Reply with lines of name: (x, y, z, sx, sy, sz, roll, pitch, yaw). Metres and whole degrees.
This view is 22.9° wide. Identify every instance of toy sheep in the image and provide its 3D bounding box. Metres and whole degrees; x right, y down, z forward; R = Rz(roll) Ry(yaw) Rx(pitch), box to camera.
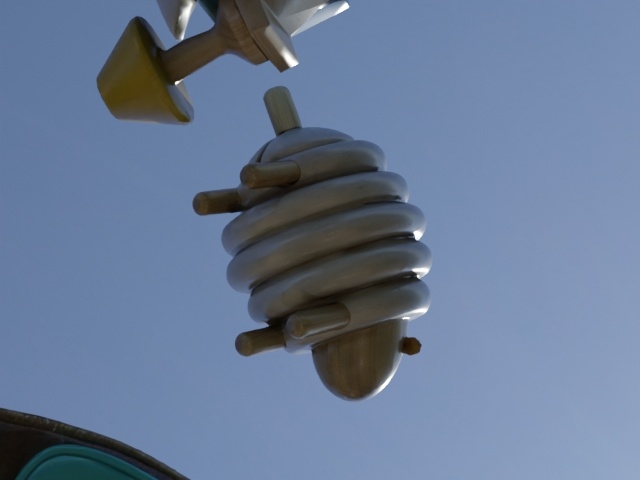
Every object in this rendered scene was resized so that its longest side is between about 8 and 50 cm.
toy sheep: (0.000, 0.000, 0.628, 0.091, 0.091, 0.132, -12, -97, -23)

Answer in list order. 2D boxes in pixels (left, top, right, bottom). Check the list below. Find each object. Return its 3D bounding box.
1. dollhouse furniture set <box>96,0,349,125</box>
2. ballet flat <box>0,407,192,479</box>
dollhouse furniture set: (-0.156, -0.195, 0.534, 0.198, 0.303, 0.286, -25, -23, 9)
ballet flat: (-0.088, 0.077, 0.419, 0.206, 0.067, 0.073, 28, -106, 6)
